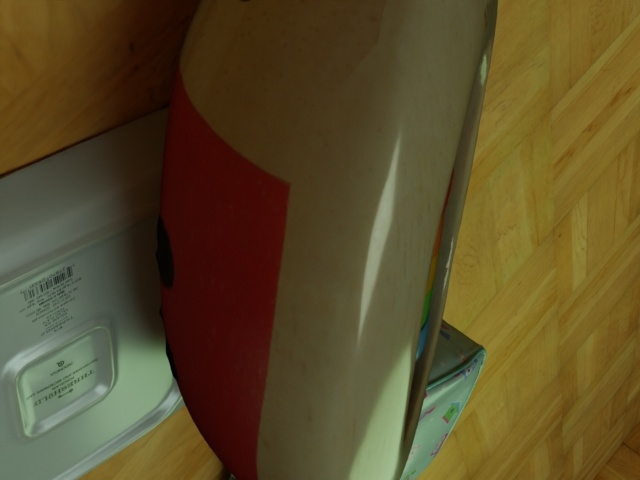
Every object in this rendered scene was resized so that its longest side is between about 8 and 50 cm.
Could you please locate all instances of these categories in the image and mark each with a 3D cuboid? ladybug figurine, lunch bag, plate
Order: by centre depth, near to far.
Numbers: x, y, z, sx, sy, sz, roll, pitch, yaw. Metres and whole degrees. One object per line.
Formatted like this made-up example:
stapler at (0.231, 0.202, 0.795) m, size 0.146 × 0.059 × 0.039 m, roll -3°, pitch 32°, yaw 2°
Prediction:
ladybug figurine at (0.000, 0.000, 0.589) m, size 0.305 × 0.161 × 0.450 m, roll -64°, pitch 163°, yaw -53°
plate at (-0.173, 0.077, 0.594) m, size 0.277 × 0.045 × 0.278 m, roll -30°, pitch 142°, yaw -35°
lunch bag at (0.029, 0.195, 0.940) m, size 0.279 × 0.108 × 0.224 m, roll -20°, pitch 141°, yaw -42°
